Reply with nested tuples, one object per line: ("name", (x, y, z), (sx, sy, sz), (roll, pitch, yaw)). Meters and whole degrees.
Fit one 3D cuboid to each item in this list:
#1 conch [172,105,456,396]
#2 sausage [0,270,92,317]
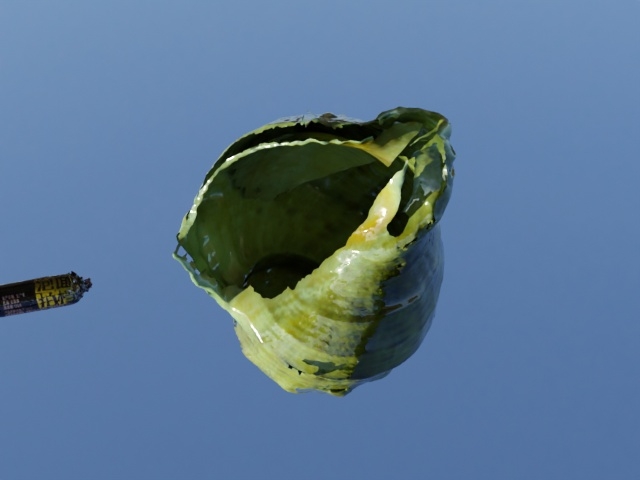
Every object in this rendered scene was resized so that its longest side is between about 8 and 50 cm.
("conch", (0.000, 0.000, 0.627), (0.089, 0.121, 0.074), (9, -129, -17))
("sausage", (-0.262, 0.047, 1.427), (0.198, 0.028, 0.025), (-8, -151, -4))
